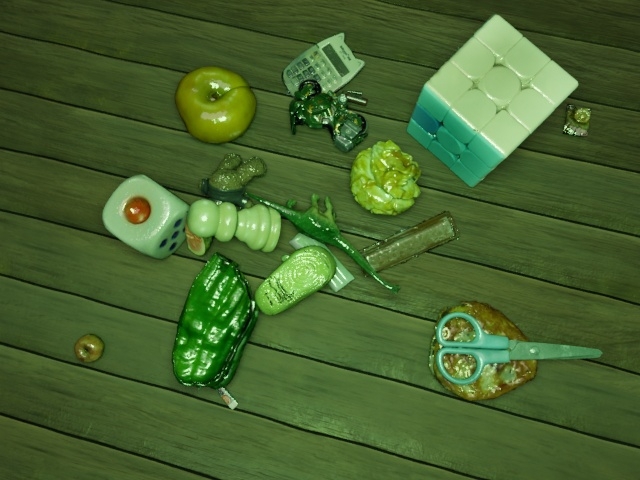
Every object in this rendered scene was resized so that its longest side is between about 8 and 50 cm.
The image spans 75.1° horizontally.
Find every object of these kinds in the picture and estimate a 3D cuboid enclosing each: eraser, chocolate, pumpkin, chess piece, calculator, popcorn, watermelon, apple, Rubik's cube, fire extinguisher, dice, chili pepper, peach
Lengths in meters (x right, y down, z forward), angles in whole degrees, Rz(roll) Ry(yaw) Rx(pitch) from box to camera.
[{"bbox_3d":[-0.285,0.457,1.239,0.027,0.019,0.099,-43,83,-4],"label":"eraser"},{"bbox_3d":[0.266,0.008,1.258,0.329,0.065,0.102,-24,81,-3],"label":"chocolate"},{"bbox_3d":[0.803,-0.374,1.307,0.073,0.035,0.101,13,86,16],"label":"pumpkin"},{"bbox_3d":[-0.256,-0.051,1.194,0.251,0.144,0.144,9,81,-30],"label":"chess piece"},{"bbox_3d":[0.000,-0.553,1.363,0.268,0.040,0.177,-32,81,-2],"label":"calculator"},{"bbox_3d":[0.188,-0.178,1.234,0.204,0.184,0.221,-24,68,-14],"label":"popcorn"},{"bbox_3d":[-0.354,-0.020,1.259,0.087,0.163,0.069,36,49,17],"label":"watermelon"},{"bbox_3d":[-0.693,0.323,1.252,0.084,0.071,0.084,0,90,0],"label":"apple"},{"bbox_3d":[0.463,-0.379,1.192,0.291,0.290,0.291,44,86,7],"label":"Rubik's cube"},{"bbox_3d":[0.105,-0.470,1.350,0.100,0.032,0.046,16,93,-1],"label":"fire extinguisher"},{"bbox_3d":[-0.504,-0.070,1.239,0.193,0.192,0.194,32,86,5],"label":"dice"},{"bbox_3d":[-0.290,0.233,1.198,0.213,0.167,0.385,15,81,0],"label":"chili pepper"},{"bbox_3d":[-0.327,-0.429,1.311,0.251,0.153,0.251,3,77,-13],"label":"peach"}]

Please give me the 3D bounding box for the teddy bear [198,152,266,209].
[{"bbox_3d":[-0.287,-0.165,1.273,0.182,0.129,0.251,21,84,17],"label":"teddy bear"}]

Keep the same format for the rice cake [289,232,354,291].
[{"bbox_3d":[0.004,0.059,1.273,0.080,0.042,0.222,-42,83,-5],"label":"rice cake"}]

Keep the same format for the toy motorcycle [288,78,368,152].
[{"bbox_3d":[0.011,-0.374,1.297,0.274,0.125,0.187,37,81,5],"label":"toy motorcycle"}]

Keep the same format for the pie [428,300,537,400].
[{"bbox_3d":[0.447,0.321,1.193,0.308,0.085,0.308,0,81,3],"label":"pie"}]

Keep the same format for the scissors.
[{"bbox_3d":[0.541,0.300,1.135,0.447,0.029,0.192,2,75,1],"label":"scissors"}]

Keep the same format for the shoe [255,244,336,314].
[{"bbox_3d":[-0.079,0.111,1.225,0.262,0.128,0.140,-39,93,-1],"label":"shoe"}]

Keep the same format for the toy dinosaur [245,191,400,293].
[{"bbox_3d":[0.000,0.000,1.169,0.447,0.087,0.301,10,48,-17],"label":"toy dinosaur"}]
